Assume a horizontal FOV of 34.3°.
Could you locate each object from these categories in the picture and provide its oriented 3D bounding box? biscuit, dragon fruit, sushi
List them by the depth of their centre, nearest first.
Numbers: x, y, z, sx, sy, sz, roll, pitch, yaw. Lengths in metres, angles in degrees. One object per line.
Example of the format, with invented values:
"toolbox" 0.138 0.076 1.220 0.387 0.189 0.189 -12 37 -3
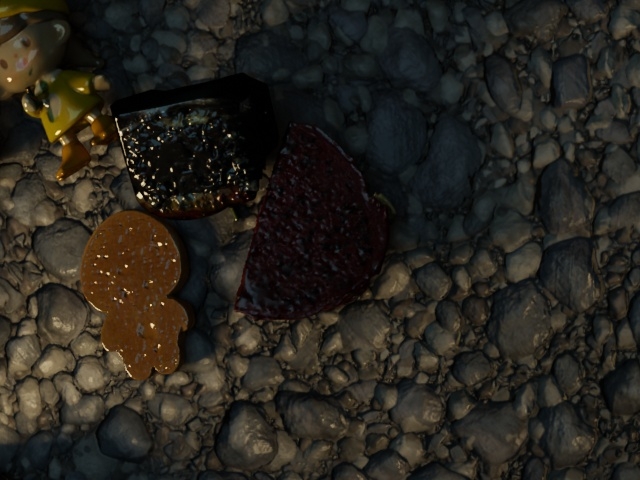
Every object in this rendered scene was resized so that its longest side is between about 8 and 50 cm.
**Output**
"dragon fruit" 0.000 0.000 1.613 0.205 0.152 0.317 17 78 0
"sushi" -0.190 -0.139 1.623 0.227 0.215 0.213 -16 106 -10
"biscuit" -0.303 0.090 1.749 0.202 0.044 0.289 -22 82 17

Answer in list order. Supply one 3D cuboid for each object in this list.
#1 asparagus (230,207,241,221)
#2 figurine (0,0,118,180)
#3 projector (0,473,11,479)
"asparagus" -0.156 -0.086 1.726 0.015 0.014 0.114 -18 81 -21
"figurine" -0.480 -0.281 1.760 0.215 0.187 0.344 -34 83 4
"projector" -0.590 0.617 1.713 0.405 0.242 0.395 28 95 16
